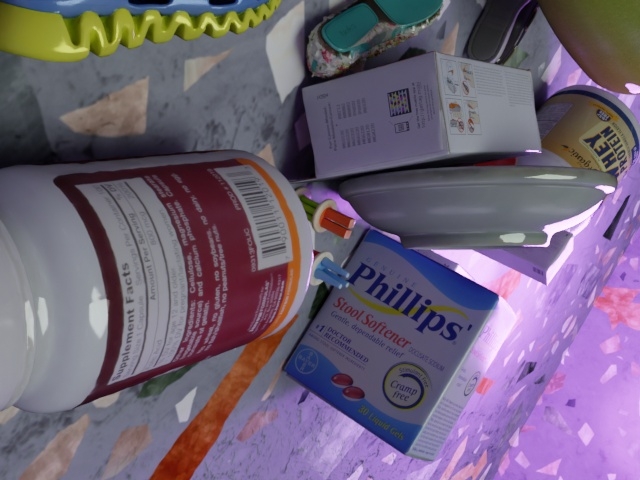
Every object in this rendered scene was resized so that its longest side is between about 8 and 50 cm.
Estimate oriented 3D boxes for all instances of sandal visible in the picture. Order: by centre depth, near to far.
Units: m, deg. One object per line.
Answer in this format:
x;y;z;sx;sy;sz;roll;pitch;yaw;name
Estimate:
-0.150;-0.255;0.720;0.317;0.126;0.138;-28;132;-44;sandal

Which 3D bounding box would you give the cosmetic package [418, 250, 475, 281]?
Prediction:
0.226;0.093;1.538;0.117;0.085;0.231;-61;158;-1;cosmetic package

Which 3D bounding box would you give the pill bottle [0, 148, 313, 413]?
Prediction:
-0.208;0.033;0.762;0.392;0.224;0.224;-13;125;-50;pill bottle

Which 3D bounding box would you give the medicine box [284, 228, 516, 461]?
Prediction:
0.135;0.173;1.330;0.289;0.263;0.149;-59;150;-3;medicine box

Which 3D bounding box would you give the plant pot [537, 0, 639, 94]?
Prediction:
0.431;-0.396;1.174;0.294;0.275;0.274;17;101;-42;plant pot

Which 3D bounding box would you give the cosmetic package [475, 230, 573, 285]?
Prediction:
0.355;-0.011;1.527;0.099;0.239;0.060;-49;146;-18;cosmetic package

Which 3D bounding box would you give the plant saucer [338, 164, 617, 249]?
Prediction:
0.225;-0.038;1.166;0.400;0.400;0.100;3;86;-56;plant saucer

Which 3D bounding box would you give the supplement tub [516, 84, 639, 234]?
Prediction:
0.486;-0.144;1.622;0.316;0.228;0.228;-45;146;-24;supplement tub

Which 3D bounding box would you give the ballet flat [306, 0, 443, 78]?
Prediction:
0.066;-0.284;1.062;0.241;0.091;0.077;-31;170;-33;ballet flat

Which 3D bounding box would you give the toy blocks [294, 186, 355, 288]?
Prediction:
0.000;0.000;1.108;0.123;0.148;0.054;-50;148;-17;toy blocks

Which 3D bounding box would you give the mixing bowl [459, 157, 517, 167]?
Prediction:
0.273;-0.137;1.442;0.181;0.098;0.181;-35;140;-35;mixing bowl

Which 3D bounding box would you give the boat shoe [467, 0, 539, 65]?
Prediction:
0.327;-0.397;1.337;0.069;0.081;0.227;6;117;-60;boat shoe

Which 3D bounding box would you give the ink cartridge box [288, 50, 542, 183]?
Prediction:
0.124;-0.163;1.127;0.309;0.272;0.130;-10;92;-54;ink cartridge box
